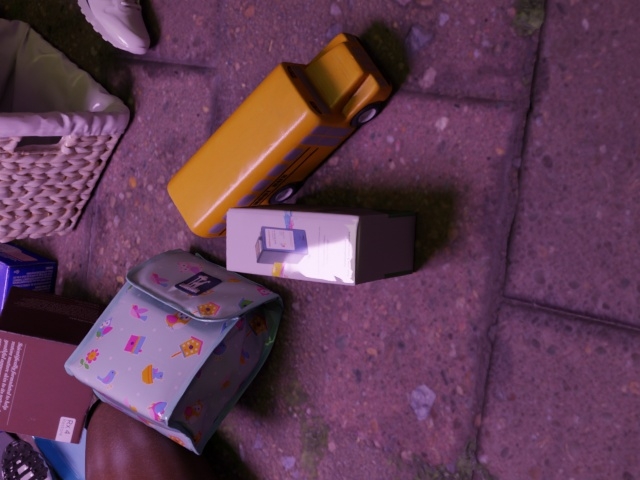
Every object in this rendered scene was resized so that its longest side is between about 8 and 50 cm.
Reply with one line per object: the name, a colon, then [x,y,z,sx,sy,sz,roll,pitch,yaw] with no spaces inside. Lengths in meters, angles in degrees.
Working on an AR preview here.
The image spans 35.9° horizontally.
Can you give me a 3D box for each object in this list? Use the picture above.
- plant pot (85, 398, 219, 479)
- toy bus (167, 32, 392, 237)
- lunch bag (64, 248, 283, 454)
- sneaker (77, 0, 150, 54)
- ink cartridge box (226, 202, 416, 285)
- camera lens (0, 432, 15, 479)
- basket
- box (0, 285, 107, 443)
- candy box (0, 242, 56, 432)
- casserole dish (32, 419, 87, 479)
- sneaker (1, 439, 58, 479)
plant pot: [-0.277,0.349,1.524,0.215,0.215,0.230,-48,53,26]
toy bus: [-0.060,-0.144,1.379,0.333,0.130,0.108,-42,70,28]
lunch bag: [-0.205,0.144,1.457,0.223,0.160,0.262,21,68,33]
sneaker: [-0.334,-0.400,1.585,0.095,0.090,0.235,-40,72,19]
ink cartridge box: [0.000,0.000,1.330,0.212,0.154,0.093,7,98,33]
camera lens: [-0.670,0.485,1.772,0.219,0.219,0.274,40,113,26]
basket: [-0.556,-0.181,1.605,0.331,0.328,0.266,39,117,26]
box: [-0.444,0.195,1.585,0.203,0.167,0.168,-120,46,-71]
candy box: [-0.628,0.156,1.788,0.268,0.122,0.317,19,102,31]
casserole dish: [-0.431,0.351,1.714,0.188,0.037,0.114,42,115,26]
sneaker: [-0.473,0.451,1.705,0.078,0.106,0.234,-36,75,-14]
